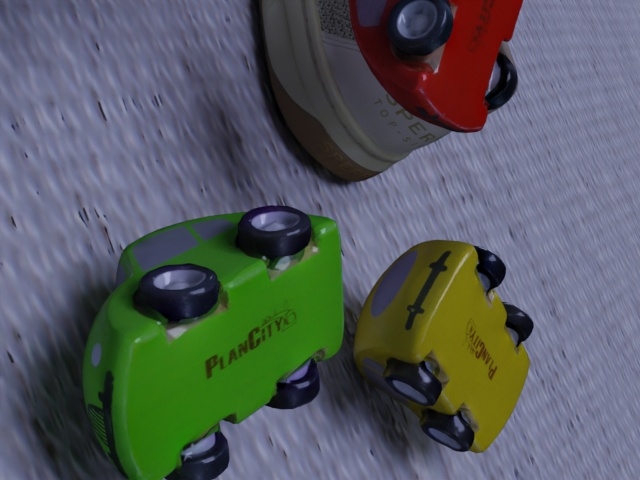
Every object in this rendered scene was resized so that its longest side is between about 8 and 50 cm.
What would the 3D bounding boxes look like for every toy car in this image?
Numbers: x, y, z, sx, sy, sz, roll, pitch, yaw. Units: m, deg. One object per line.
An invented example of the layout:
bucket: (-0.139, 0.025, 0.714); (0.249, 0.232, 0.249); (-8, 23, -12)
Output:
toy car: (0.000, 0.000, 0.401); (0.225, 0.053, 0.239); (-31, 128, -44)

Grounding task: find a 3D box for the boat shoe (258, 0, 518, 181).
boat shoe: (0.021, -0.178, 0.547); (0.109, 0.098, 0.302); (22, 52, -51)
